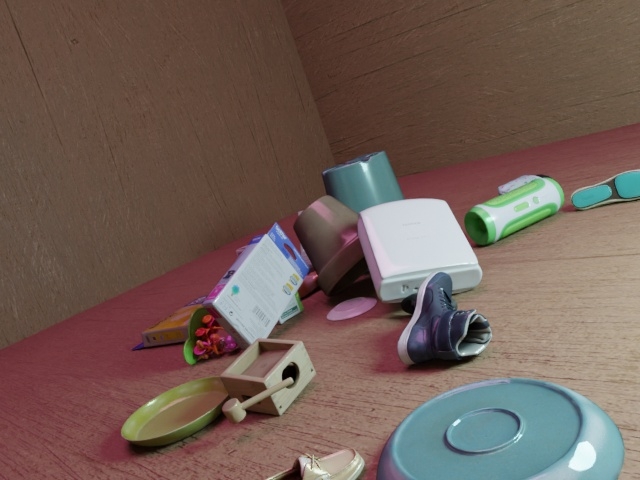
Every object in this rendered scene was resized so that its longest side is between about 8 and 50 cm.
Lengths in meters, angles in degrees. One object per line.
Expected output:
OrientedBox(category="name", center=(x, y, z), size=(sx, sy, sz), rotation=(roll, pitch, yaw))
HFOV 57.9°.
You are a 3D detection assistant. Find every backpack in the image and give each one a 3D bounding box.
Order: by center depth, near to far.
OrientedBox(category="backpack", center=(0.674, -0.149, 1.907), size=(0.182, 0.115, 0.152), rotation=(-23, 13, -8))

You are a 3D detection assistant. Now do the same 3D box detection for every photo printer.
OrientedBox(category="photo printer", center=(0.233, 0.008, 1.460), size=(0.256, 0.107, 0.307), rotation=(-8, 40, -4))

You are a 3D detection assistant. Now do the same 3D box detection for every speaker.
OrientedBox(category="speaker", center=(0.580, -0.090, 1.732), size=(0.297, 0.131, 0.131), rotation=(-23, 11, -20))

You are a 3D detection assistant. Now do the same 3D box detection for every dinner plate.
OrientedBox(category="dinner plate", center=(0.082, 0.177, 1.547), size=(0.141, 0.017, 0.141), rotation=(-17, 10, 3))

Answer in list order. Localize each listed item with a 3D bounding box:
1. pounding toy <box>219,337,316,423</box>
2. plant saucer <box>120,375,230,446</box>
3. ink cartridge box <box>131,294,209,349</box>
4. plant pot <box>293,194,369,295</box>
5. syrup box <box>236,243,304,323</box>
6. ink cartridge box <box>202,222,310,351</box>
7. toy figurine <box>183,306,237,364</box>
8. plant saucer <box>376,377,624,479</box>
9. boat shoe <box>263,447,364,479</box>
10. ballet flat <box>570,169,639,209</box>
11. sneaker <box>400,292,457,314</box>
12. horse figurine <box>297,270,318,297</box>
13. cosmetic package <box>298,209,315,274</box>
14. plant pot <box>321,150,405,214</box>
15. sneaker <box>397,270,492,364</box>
OrientedBox(category="pounding toy", center=(-0.102, 0.288, 1.103), size=(0.181, 0.094, 0.206), rotation=(-4, 26, 40))
OrientedBox(category="plant saucer", center=(-0.291, 0.359, 1.205), size=(0.241, 0.037, 0.241), rotation=(-19, 10, 4))
OrientedBox(category="ink cartridge box", center=(-0.440, 0.260, 1.942), size=(0.307, 0.072, 0.304), rotation=(-11, 13, 32))
OrientedBox(category="plant pot", center=(0.046, -0.004, 1.688), size=(0.263, 0.229, 0.263), rotation=(-39, -13, -10))
OrientedBox(category="syrup box", center=(-0.146, 0.114, 1.672), size=(0.093, 0.236, 0.096), rotation=(-26, 12, -39))
OrientedBox(category="ink cartridge box", center=(-0.160, 0.120, 1.540), size=(0.065, 0.185, 0.311), rotation=(-10, 35, 45))
OrientedBox(category="toy figurine", center=(-0.263, 0.256, 1.555), size=(0.159, 0.130, 0.173), rotation=(-5, 37, 23))
OrientedBox(category="plant saucer", center=(0.219, 0.262, 0.758), size=(0.318, 0.043, 0.317), rotation=(-18, 10, 3))
OrientedBox(category="boat shoe", center=(-0.019, 0.328, 0.798), size=(0.170, 0.059, 0.063), rotation=(-23, 11, -20))
OrientedBox(category="ballet flat", center=(0.856, -0.146, 1.673), size=(0.248, 0.086, 0.086), rotation=(-13, 12, 38))
OrientedBox(category="sneaker", center=(0.233, 0.154, 1.278), size=(0.170, 0.051, 0.089), rotation=(-4, 14, 42))
OrientedBox(category="horse figurine", center=(-0.062, 0.142, 1.866), size=(0.263, 0.066, 0.174), rotation=(-23, 5, -35))
OrientedBox(category="cosmetic package", center=(0.000, 0.000, 2.032), size=(0.127, 0.238, 0.107), rotation=(-18, -30, 17))
OrientedBox(category="plant pot", center=(0.174, -0.145, 2.194), size=(0.341, 0.334, 0.341), rotation=(-19, 9, 3))
OrientedBox(category="sneaker", center=(0.255, 0.138, 1.101), size=(0.163, 0.086, 0.226), rotation=(-19, 31, 44))
